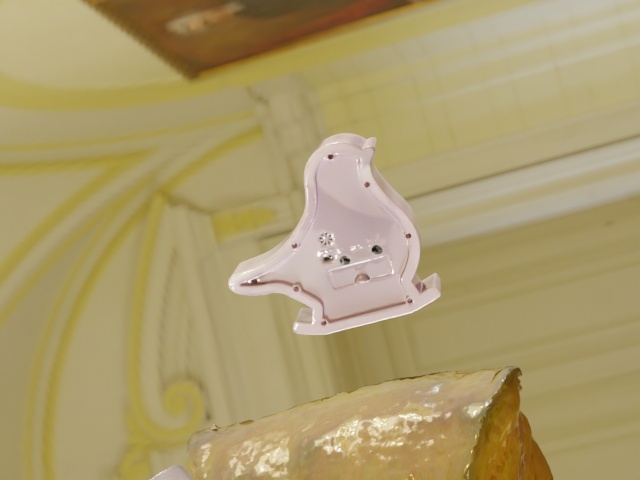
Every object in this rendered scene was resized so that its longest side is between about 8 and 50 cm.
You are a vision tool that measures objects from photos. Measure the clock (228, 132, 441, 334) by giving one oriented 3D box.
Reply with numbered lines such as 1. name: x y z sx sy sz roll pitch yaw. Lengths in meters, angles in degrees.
1. clock: 0.000 0.000 2.114 0.080 0.290 0.275 -71 -39 -73

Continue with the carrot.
1. carrot: 0.041 0.237 1.168 0.241 0.340 0.241 35 -134 -46

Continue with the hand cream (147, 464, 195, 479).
1. hand cream: -0.095 0.344 1.496 0.248 0.083 0.133 43 169 20
